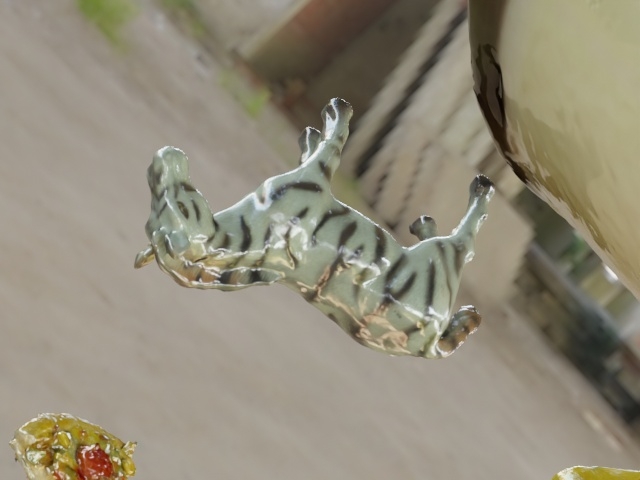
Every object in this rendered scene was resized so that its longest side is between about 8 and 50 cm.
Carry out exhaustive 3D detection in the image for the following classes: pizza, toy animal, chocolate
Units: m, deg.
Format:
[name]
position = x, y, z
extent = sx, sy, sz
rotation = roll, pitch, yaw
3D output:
[pizza]
position = -0.098, 0.111, 0.878
extent = 0.083, 0.025, 0.078
rotation = 21, 45, -61
[toy animal]
position = -0.002, -0.015, 1.314
extent = 0.255, 0.090, 0.170
rotation = 16, 54, -18
[chocolate]
position = 0.281, -0.085, 1.049
extent = 0.314, 0.326, 0.297
rotation = 33, 8, -35

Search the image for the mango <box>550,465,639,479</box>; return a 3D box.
[mango]
position = 0.264, 0.238, 1.661
extent = 0.161, 0.103, 0.076
rotation = 21, 17, 13
